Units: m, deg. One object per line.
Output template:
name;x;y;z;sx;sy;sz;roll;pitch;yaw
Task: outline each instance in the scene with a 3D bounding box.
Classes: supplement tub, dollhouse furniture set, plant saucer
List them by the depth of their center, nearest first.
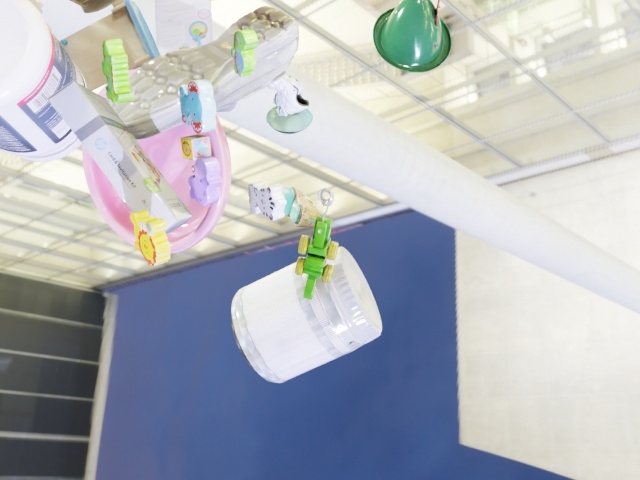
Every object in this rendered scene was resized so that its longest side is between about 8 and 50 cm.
supplement tub;-0.478;-0.245;1.071;0.272;0.191;0.191;99;-8;-77
plant saucer;-0.290;-0.144;1.258;0.332;0.084;0.332;8;-74;28
dollhouse furniture set;-0.520;-0.456;1.582;0.286;0.198;0.304;-26;-88;9
plant saucer;-0.079;-0.304;1.741;0.021;0.119;0.119;92;-25;-46

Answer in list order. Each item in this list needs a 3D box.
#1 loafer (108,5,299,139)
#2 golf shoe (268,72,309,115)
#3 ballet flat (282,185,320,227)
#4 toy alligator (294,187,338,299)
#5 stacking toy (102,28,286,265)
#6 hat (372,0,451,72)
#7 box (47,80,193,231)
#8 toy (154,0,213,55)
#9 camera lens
loafer;-0.154;-0.222;0.979;0.112;0.319;0.111;41;-30;25
golf shoe;-0.081;-0.365;1.569;0.085;0.176;0.069;-2;-128;27
ballet flat;-0.046;-0.075;1.636;0.206;0.067;0.073;-118;-134;-63
toy alligator;0.000;0.000;1.033;0.051;0.056;0.190;-67;168;-62
stacking toy;-0.123;-0.101;0.710;0.052;0.167;0.221;18;-60;46
hat;0.205;-0.481;1.405;0.184;0.172;0.209;102;-11;-65
box;-0.226;-0.090;0.804;0.038;0.186;0.145;-35;-175;-1
toy;-0.310;-0.464;1.602;0.136;0.056;0.238;-7;-107;6
camera lens;-0.035;0.159;1.455;0.274;0.219;0.220;-26;-124;12
